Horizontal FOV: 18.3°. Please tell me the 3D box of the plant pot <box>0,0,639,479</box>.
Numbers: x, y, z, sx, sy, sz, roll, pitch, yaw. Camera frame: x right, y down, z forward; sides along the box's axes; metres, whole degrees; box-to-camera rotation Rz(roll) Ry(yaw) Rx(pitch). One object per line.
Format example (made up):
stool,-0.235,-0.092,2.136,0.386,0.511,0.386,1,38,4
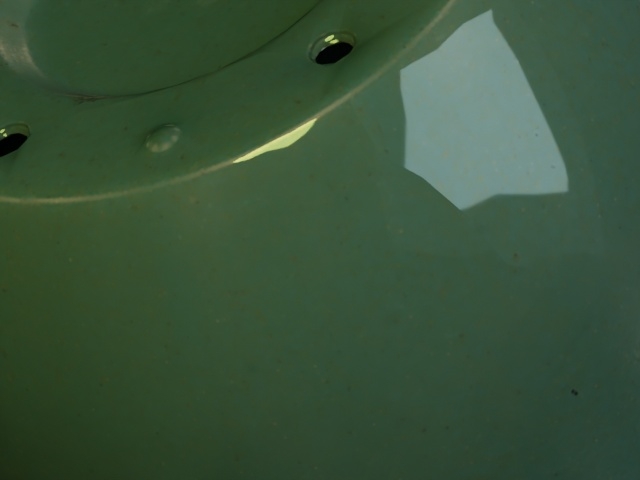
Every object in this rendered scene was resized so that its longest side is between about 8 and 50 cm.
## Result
plant pot,0.000,0.000,0.596,0.235,0.293,0.293,62,35,-41
